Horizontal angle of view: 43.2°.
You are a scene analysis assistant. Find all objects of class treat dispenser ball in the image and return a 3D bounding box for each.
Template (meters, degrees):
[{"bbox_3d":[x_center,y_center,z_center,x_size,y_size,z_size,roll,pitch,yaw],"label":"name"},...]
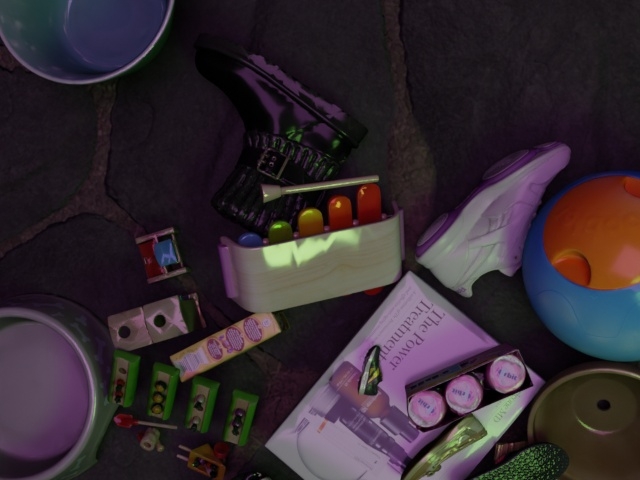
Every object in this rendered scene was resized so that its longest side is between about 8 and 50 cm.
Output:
[{"bbox_3d":[0.452,0.037,1.218,0.288,0.288,0.288,0,88,6],"label":"treat dispenser ball"}]

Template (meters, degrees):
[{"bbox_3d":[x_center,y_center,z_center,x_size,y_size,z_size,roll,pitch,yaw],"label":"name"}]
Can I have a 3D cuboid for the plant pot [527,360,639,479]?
[{"bbox_3d":[0.450,0.283,1.277,0.238,0.110,0.237,6,111,14],"label":"plant pot"}]

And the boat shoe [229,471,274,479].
[{"bbox_3d":[-0.030,0.521,1.299,0.127,0.158,0.340,-32,76,-3],"label":"boat shoe"}]

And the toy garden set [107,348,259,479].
[{"bbox_3d":[-0.242,0.303,1.338,0.244,0.049,0.203,18,125,2],"label":"toy garden set"}]

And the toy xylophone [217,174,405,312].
[{"bbox_3d":[0.000,0.000,1.292,0.323,0.081,0.236,-4,114,-17],"label":"toy xylophone"}]

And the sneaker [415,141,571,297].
[{"bbox_3d":[0.304,-0.035,1.340,0.305,0.114,0.152,-43,98,7],"label":"sneaker"}]

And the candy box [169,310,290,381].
[{"bbox_3d":[-0.149,0.171,1.365,0.187,0.109,0.053,-29,85,5],"label":"candy box"}]

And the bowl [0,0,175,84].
[{"bbox_3d":[-0.379,-0.402,1.386,0.312,0.163,0.311,0,88,5],"label":"bowl"}]

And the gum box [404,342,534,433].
[{"bbox_3d":[0.217,0.224,1.231,0.189,0.107,0.062,-24,87,3],"label":"gum box"}]

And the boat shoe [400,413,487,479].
[{"bbox_3d":[0.191,0.333,1.259,0.153,0.056,0.048,-42,85,-6],"label":"boat shoe"}]

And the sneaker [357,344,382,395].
[{"bbox_3d":[0.084,0.208,1.287,0.035,0.031,0.083,16,93,-6],"label":"sneaker"}]

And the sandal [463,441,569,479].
[{"bbox_3d":[0.296,0.358,1.255,0.179,0.040,0.067,-22,95,0],"label":"sandal"}]

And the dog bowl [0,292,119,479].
[{"bbox_3d":[-0.516,0.266,1.406,0.349,0.102,0.348,0,87,7],"label":"dog bowl"}]

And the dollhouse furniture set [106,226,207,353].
[{"bbox_3d":[-0.292,0.082,1.374,0.129,0.129,0.183,-17,87,5],"label":"dollhouse furniture set"}]

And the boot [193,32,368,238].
[{"bbox_3d":[-0.121,-0.166,1.365,0.348,0.131,0.260,34,92,6],"label":"boot"}]

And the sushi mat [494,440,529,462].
[{"bbox_3d":[0.317,0.478,1.308,0.152,0.019,0.316,10,89,-30],"label":"sushi mat"}]

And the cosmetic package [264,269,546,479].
[{"bbox_3d":[0.137,0.280,1.339,0.284,0.097,0.377,39,92,3],"label":"cosmetic package"}]
